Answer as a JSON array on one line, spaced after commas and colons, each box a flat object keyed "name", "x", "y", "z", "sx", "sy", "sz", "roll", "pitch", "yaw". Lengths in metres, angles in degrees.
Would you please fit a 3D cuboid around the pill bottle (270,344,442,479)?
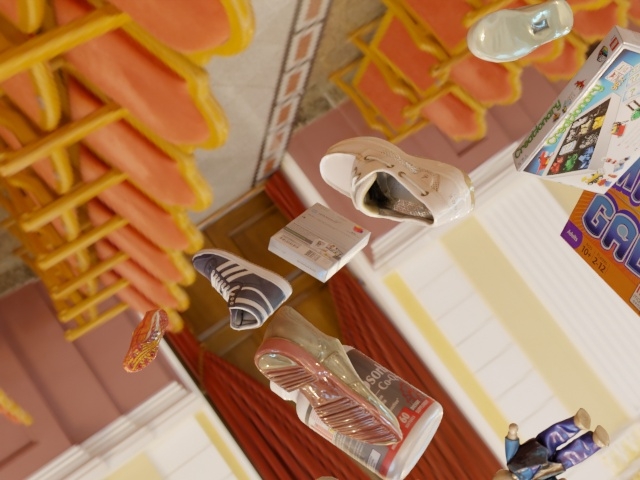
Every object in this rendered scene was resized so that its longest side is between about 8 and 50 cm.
[{"name": "pill bottle", "x": 0.077, "y": 0.370, "z": 1.944, "sx": 0.210, "sy": 0.363, "sz": 0.210, "roll": -49, "pitch": 158, "yaw": -27}]

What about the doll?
[{"name": "doll", "x": 0.329, "y": 0.318, "z": 1.263, "sx": 0.189, "sy": 0.129, "sz": 0.046, "roll": -45, "pitch": -177, "yaw": 29}]

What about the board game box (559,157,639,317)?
[{"name": "board game box", "x": 0.856, "y": -0.042, "z": 1.962, "sx": 0.357, "sy": 0.356, "sz": 0.356, "roll": 9, "pitch": 118, "yaw": -25}]

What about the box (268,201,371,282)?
[{"name": "box", "x": 0.000, "y": 0.000, "z": 1.811, "sx": 0.186, "sy": 0.145, "sz": 0.038, "roll": -41, "pitch": 154, "yaw": -47}]

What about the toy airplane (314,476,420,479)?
[{"name": "toy airplane", "x": 0.159, "y": 0.670, "z": 1.794, "sx": 0.386, "sy": 0.384, "sz": 0.272, "roll": -106, "pitch": -143, "yaw": -73}]

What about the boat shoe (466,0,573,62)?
[{"name": "boat shoe", "x": 0.303, "y": -0.328, "z": 1.350, "sx": 0.228, "sy": 0.079, "sz": 0.081, "roll": -23, "pitch": -168, "yaw": -32}]

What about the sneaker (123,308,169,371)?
[{"name": "sneaker", "x": -0.408, "y": 0.234, "z": 1.960, "sx": 0.067, "sy": 0.064, "sz": 0.175, "roll": -13, "pitch": -144, "yaw": 35}]

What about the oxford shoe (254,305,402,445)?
[{"name": "oxford shoe", "x": 0.036, "y": 0.245, "z": 1.520, "sx": 0.123, "sy": 0.348, "sz": 0.130, "roll": -22, "pitch": -144, "yaw": 36}]

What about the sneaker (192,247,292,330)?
[{"name": "sneaker", "x": -0.227, "y": 0.121, "z": 2.098, "sx": 0.153, "sy": 0.282, "sz": 0.099, "roll": -54, "pitch": 152, "yaw": -35}]

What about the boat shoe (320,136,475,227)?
[{"name": "boat shoe", "x": 0.084, "y": -0.080, "z": 1.211, "sx": 0.096, "sy": 0.098, "sz": 0.277, "roll": -32, "pitch": -147, "yaw": -33}]

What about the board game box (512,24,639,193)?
[{"name": "board game box", "x": 0.493, "y": -0.211, "z": 1.451, "sx": 0.193, "sy": 0.053, "sz": 0.305, "roll": 12, "pitch": 138, "yaw": -19}]
